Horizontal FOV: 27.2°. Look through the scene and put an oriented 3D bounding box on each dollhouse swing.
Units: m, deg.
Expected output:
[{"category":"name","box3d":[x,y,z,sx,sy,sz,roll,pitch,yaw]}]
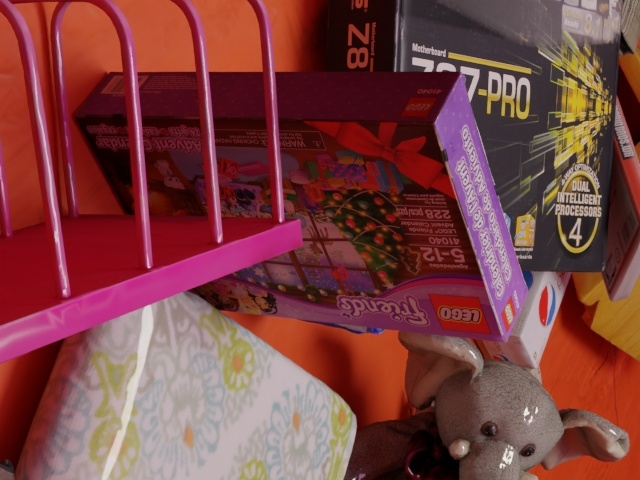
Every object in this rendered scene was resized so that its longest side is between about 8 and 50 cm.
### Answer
[{"category":"dollhouse swing","box3d":[0.461,-0.050,1.894,0.315,0.305,0.347,-46,140,13]}]

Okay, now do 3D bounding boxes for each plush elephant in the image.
[{"category":"plush elephant","box3d":[0.138,0.225,1.251,0.255,0.271,0.330,121,-12,-47]}]

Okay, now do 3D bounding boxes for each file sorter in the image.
[{"category":"file sorter","box3d":[-0.179,-0.055,0.779,0.290,0.202,0.182,-21,110,-55]}]

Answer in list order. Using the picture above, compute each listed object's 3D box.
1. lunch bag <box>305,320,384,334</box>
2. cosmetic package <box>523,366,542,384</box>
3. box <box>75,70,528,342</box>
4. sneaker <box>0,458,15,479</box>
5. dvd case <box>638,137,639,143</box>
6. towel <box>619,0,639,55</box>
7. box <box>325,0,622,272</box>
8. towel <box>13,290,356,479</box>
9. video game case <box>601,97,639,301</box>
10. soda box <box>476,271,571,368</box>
[{"category":"lunch bag","box3d":[0.000,0.000,1.135,0.096,0.128,0.151,-18,111,-49]},{"category":"cosmetic package","box3d":[0.214,0.186,1.573,0.115,0.060,0.041,-43,129,-48]},{"category":"box","box3d":[-0.013,-0.027,0.954,0.057,0.293,0.201,-59,140,-37]},{"category":"sneaker","box3d":[-0.257,0.142,0.836,0.158,0.061,0.065,37,27,-43]},{"category":"dvd case","box3d":[0.485,-0.013,2.007,0.180,0.022,0.253,55,51,-45]},{"category":"towel","box3d":[0.348,-0.424,1.543,0.312,0.056,0.324,42,63,-53]},{"category":"box","box3d":[0.161,-0.126,1.317,0.395,0.097,0.318,3,89,-48]},{"category":"towel","box3d":[-0.111,0.225,1.042,0.374,0.090,0.321,42,57,-52]},{"category":"video game case","box3d":[0.326,-0.095,1.542,0.204,0.025,0.285,86,-8,-66]},{"category":"soda box","box3d":[0.255,0.045,1.606,0.074,0.069,0.216,58,47,-45]}]
